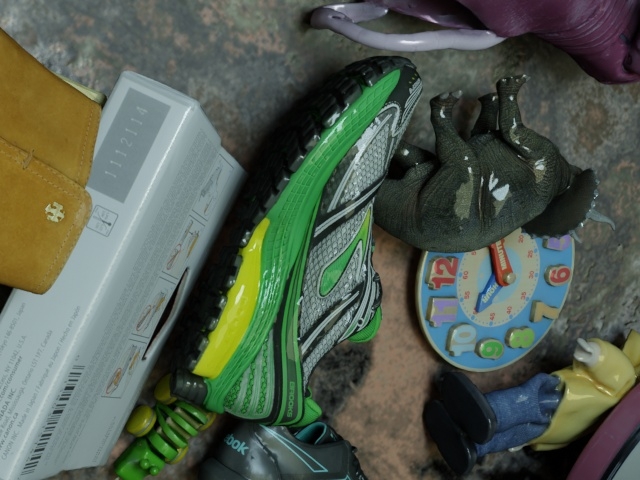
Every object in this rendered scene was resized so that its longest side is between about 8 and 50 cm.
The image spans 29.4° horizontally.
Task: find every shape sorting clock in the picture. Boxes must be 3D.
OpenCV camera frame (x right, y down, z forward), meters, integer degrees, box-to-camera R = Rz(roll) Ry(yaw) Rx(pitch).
[{"bbox_3d":[0.181,0.034,1.232,0.206,0.040,0.206,-8,107,-28],"label":"shape sorting clock"}]

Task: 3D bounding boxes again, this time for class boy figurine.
[{"bbox_3d":[0.256,0.154,1.263,0.285,0.092,0.177,-14,144,-28],"label":"boy figurine"}]

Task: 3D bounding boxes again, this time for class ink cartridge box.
[{"bbox_3d":[-0.164,0.040,0.954,0.066,0.261,0.296,25,85,7],"label":"ink cartridge box"}]

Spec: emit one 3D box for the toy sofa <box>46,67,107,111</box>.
[{"bbox_3d":[-0.318,0.008,0.878,0.177,0.150,0.362,24,90,-27],"label":"toy sofa"}]

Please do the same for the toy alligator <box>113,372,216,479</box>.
[{"bbox_3d":[-0.145,0.181,1.078,0.189,0.051,0.056,-49,120,-10],"label":"toy alligator"}]

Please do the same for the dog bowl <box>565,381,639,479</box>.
[{"bbox_3d":[0.404,0.282,1.299,0.408,0.150,0.408,-25,132,-31],"label":"dog bowl"}]

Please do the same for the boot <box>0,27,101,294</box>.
[{"bbox_3d":[-0.253,-0.012,0.729,0.211,0.104,0.295,37,63,-32],"label":"boot"}]

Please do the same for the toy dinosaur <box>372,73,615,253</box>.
[{"bbox_3d":[0.137,-0.054,1.115,0.314,0.121,0.160,-13,86,-21],"label":"toy dinosaur"}]

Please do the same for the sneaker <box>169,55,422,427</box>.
[{"bbox_3d":[0.000,0.000,1.050,0.146,0.134,0.343,24,97,-16],"label":"sneaker"}]

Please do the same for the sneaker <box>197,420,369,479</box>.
[{"bbox_3d":[0.014,0.239,1.156,0.267,0.101,0.106,33,82,-33],"label":"sneaker"}]

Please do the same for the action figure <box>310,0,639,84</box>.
[{"bbox_3d":[0.226,-0.209,1.076,0.370,0.248,0.275,26,99,-36],"label":"action figure"}]
